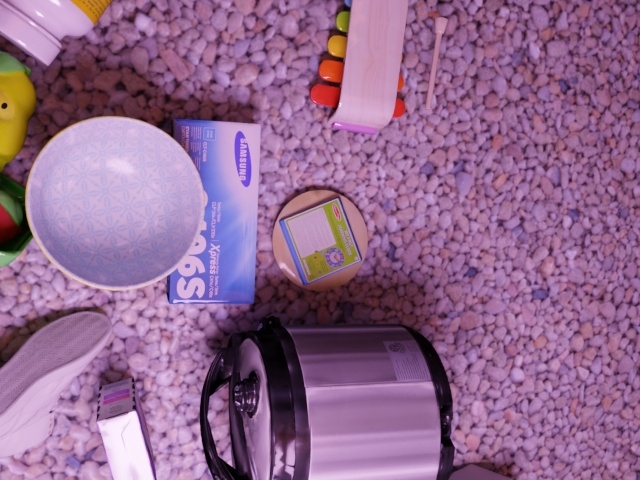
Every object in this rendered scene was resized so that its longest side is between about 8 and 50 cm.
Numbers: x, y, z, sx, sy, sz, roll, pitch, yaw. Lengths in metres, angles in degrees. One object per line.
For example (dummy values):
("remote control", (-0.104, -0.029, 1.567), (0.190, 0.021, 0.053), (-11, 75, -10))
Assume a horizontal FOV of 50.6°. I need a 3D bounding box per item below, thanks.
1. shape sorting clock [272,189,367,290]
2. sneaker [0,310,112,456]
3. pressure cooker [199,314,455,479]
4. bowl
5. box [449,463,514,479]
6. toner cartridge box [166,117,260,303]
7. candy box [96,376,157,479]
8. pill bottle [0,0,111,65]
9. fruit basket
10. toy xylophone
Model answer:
("shape sorting clock", (0.000, 0.000, 1.388), (0.206, 0.040, 0.206), (-1, 93, -15))
("sneaker", (-0.505, 0.264, 1.248), (0.108, 0.169, 0.292), (34, 51, 20))
("pressure cooker", (-0.012, 0.330, 1.253), (0.420, 0.370, 0.376), (1, 92, -20))
("bowl", (-0.362, -0.063, 1.178), (0.289, 0.156, 0.290), (-1, 92, -27))
("box", (0.335, 0.676, 1.497), (0.148, 0.121, 0.311), (-5, 100, -48))
("toner cartridge box", (-0.207, -0.053, 1.304), (0.165, 0.075, 0.348), (0, 96, -17))
("candy box", (-0.355, 0.363, 1.245), (0.070, 0.196, 0.165), (-15, 101, -15))
("pill bottle", (-0.423, -0.471, 1.133), (0.188, 0.188, 0.334), (34, 86, -17))
("fruit basket", (-0.605, -0.134, 1.098), (0.391, 0.283, 0.392), (-2, 111, -5))
("toy xylophone", (0.122, -0.368, 1.359), (0.236, 0.081, 0.323), (14, 92, -17))
